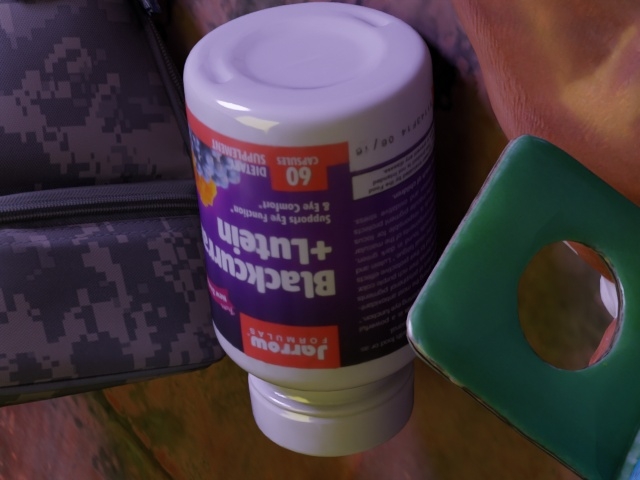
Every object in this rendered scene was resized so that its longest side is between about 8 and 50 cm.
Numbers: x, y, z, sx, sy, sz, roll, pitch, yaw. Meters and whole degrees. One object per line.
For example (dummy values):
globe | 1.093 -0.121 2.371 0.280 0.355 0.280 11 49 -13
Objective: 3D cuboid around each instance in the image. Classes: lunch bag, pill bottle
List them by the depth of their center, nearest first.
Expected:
pill bottle | 0.000 0.000 0.754 0.108 0.108 0.193 29 136 40
lunch bag | -0.206 -0.032 0.926 0.305 0.213 0.256 -13 86 54

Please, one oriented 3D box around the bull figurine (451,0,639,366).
bull figurine | 0.107 -0.094 0.542 0.188 0.101 0.310 -22 102 51

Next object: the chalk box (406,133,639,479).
chalk box | 0.161 0.072 0.427 0.289 0.180 0.179 26 140 8
